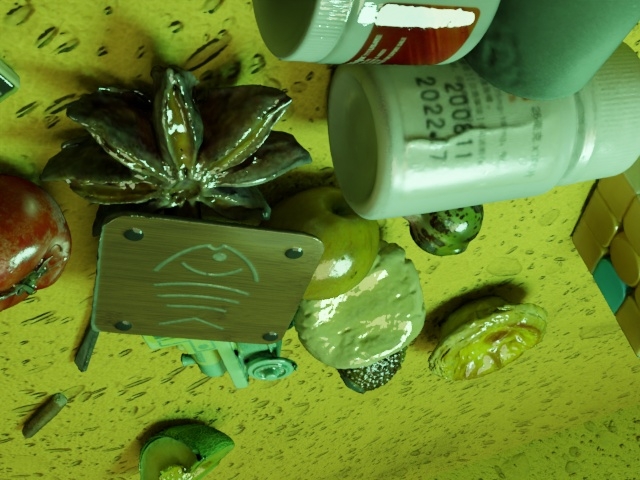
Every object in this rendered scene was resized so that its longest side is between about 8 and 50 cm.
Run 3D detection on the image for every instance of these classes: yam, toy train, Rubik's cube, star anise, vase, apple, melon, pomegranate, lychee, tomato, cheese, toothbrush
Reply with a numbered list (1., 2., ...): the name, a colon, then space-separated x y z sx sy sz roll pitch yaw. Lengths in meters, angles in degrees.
1. yam: -0.537 0.342 1.500 0.032 0.032 0.145 14 136 -43
2. toy train: -0.166 0.146 1.313 0.237 0.150 0.369 -10 148 -1
3. Rubik's cube: 0.682 0.001 1.415 0.291 0.291 0.291 -16 149 -8
4. star anise: -0.172 -0.102 0.952 0.332 0.117 0.331 -7 146 -4
5. vase: 0.265 -0.305 0.804 0.245 0.245 0.291 -10 156 -16
6. apple: 0.000 0.000 1.149 0.183 0.182 0.155 7 136 -36
7. melon: -0.306 0.484 1.776 0.169 0.129 0.265 -17 153 -50
8. pomegranate: 0.184 -0.038 1.237 0.163 0.125 0.138 -5 158 -22
9. lychee: 0.098 0.217 1.558 0.171 0.171 0.171 -14 148 -9
10. tomato: -0.403 0.010 0.947 0.187 0.151 0.187 -54 177 -4
11. cheese: 0.060 0.103 1.313 0.226 0.213 0.117 -19 -167 -10
12. toothbrush: -0.371 0.137 1.283 0.031 0.030 0.297 -9 148 -35

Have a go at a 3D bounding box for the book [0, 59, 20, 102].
1. book: -0.520 -0.144 0.766 0.352 0.035 0.239 -26 146 10

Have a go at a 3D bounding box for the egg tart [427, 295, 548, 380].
1. egg tart: 0.361 0.205 1.718 0.295 0.116 0.294 -13 146 -9

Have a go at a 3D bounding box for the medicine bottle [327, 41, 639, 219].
1. medicine bottle: 0.212 -0.153 0.997 0.372 0.211 0.211 -10 147 -17

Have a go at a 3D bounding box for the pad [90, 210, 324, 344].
1. pad: -0.161 0.061 1.057 0.287 0.018 0.284 6 142 -16

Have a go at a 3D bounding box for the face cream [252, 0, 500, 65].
1. face cream: 0.050 -0.269 0.734 0.187 0.201 0.201 -4 145 -23
